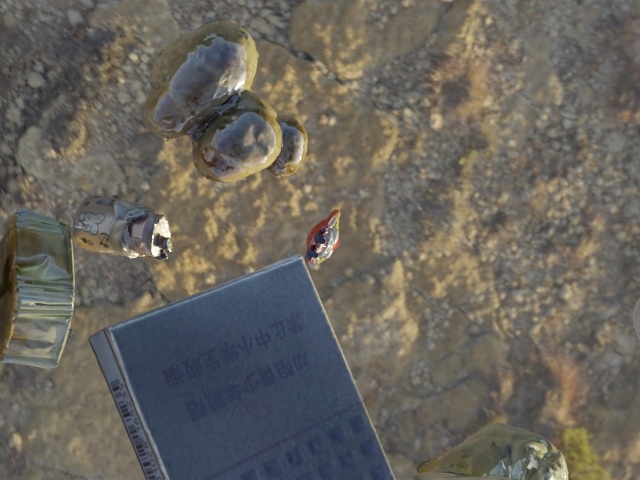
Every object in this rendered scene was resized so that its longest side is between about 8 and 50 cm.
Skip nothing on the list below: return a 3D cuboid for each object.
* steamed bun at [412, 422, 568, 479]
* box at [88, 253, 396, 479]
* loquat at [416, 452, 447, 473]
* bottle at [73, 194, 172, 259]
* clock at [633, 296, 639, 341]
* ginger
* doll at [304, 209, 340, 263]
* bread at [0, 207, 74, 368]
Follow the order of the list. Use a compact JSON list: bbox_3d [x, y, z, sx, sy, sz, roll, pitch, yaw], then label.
[{"bbox_3d":[0.234,0.449,1.510,0.339,0.247,0.352,5,81,-67],"label":"steamed bun"},{"bbox_3d":[-0.028,0.188,0.773,0.180,0.047,0.325,-20,86,-37],"label":"box"},{"bbox_3d":[0.282,0.492,2.085,0.152,0.195,0.152,-40,143,-39],"label":"loquat"},{"bbox_3d":[-0.296,-0.020,1.616,0.099,0.152,0.099,-33,128,-57],"label":"bottle"},{"bbox_3d":[0.444,0.104,1.087,0.230,0.230,0.083,3,126,-28],"label":"clock"},{"bbox_3d":[-0.159,-0.213,1.783,0.244,0.155,0.304,-45,108,-31],"label":"ginger"},{"bbox_3d":[0.000,0.000,1.873,0.057,0.169,0.109,24,98,11],"label":"doll"},{"bbox_3d":[-0.447,0.075,1.608,0.110,0.210,0.192,6,138,-24],"label":"bread"}]
